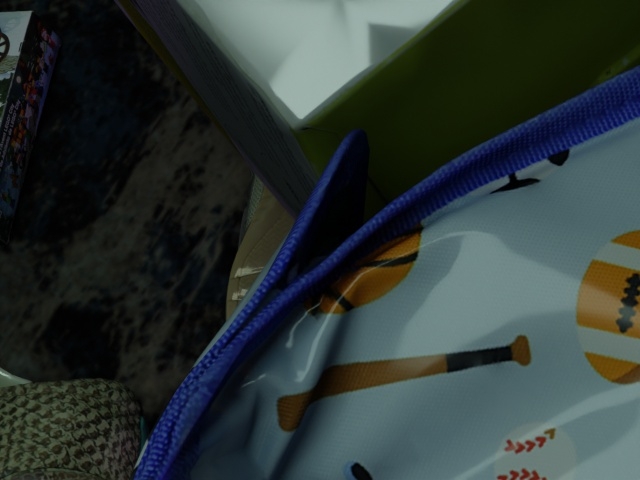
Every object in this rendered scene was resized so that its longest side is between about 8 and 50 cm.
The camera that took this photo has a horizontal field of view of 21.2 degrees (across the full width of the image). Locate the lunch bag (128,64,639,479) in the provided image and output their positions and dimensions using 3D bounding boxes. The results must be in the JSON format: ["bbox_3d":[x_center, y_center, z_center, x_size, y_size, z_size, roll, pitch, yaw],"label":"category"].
[{"bbox_3d":[0.095,0.096,0.686,0.385,0.328,0.239,-26,67,-15],"label":"lunch bag"}]

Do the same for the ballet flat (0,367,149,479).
[{"bbox_3d":[-0.326,0.144,1.049,0.483,0.164,0.182,-3,46,15],"label":"ballet flat"}]

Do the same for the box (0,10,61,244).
[{"bbox_3d":[-0.307,-0.079,1.195,0.233,0.044,0.159,1,66,24],"label":"box"}]

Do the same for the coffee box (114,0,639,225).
[{"bbox_3d":[0.060,-0.193,0.826,0.338,0.338,0.334,-38,66,-4],"label":"coffee box"}]

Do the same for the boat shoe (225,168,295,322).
[{"bbox_3d":[0.000,0.000,0.998,0.103,0.092,0.285,-1,62,2],"label":"boat shoe"}]
